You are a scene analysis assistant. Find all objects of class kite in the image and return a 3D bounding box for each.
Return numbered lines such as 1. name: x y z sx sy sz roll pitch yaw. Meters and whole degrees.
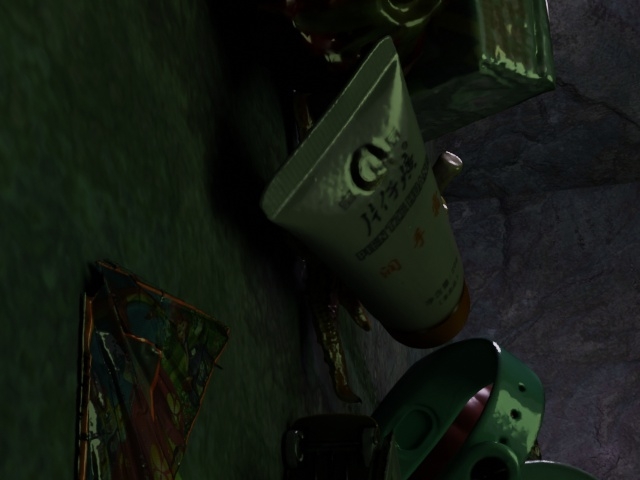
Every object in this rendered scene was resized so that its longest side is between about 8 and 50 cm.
1. kite: -0.073 0.083 0.386 0.241 0.014 0.184 -73 156 -65

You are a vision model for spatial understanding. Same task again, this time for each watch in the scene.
1. watch: 0.088 0.188 0.685 0.068 0.237 0.195 38 5 -11

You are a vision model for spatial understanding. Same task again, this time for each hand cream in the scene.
1. hand cream: 0.051 -0.015 0.626 0.140 0.089 0.314 -55 147 -10

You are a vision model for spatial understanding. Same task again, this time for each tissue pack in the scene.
1. tissue pack: 0.077 -0.250 0.735 0.127 0.228 0.311 4 77 -38

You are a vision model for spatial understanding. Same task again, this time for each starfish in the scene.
1. starfish: -0.002 0.001 0.695 0.138 0.050 0.248 -67 142 -66

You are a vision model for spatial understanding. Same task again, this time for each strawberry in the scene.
1. strawberry: 0.008 -0.211 0.578 0.202 0.184 0.187 57 -2 37

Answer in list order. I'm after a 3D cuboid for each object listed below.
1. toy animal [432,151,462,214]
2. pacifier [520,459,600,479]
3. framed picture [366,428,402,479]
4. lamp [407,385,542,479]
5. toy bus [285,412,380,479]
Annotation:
1. toy animal: 0.102 -0.041 1.023 0.169 0.121 0.233 -66 173 25
2. pacifier: 0.221 0.425 0.930 0.288 0.343 0.269 54 -13 13
3. framed picture: 0.028 0.295 0.459 0.293 0.018 0.231 -71 155 -51
4. lamp: 0.190 0.301 1.105 0.227 0.226 0.227 -6 90 -78
5. toy bus: 0.011 0.210 0.587 0.074 0.069 0.162 70 20 -52
